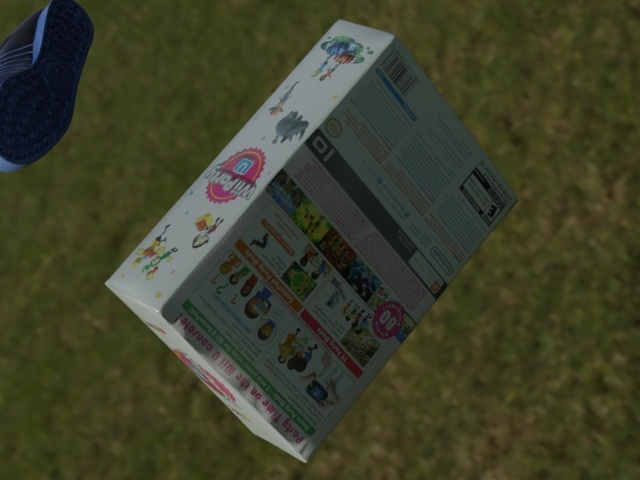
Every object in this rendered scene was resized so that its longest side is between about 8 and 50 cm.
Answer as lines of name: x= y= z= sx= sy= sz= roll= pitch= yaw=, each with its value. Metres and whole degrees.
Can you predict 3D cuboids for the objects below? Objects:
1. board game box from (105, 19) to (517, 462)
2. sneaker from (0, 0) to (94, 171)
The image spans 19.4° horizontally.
board game box: x=0.000 y=0.000 z=1.589 sx=0.303 sy=0.224 sz=0.097 roll=-50 pitch=37 yaw=-13
sneaker: x=-0.287 y=-0.137 z=1.806 sx=0.090 sy=0.081 sz=0.232 roll=-33 pitch=26 yaw=37
